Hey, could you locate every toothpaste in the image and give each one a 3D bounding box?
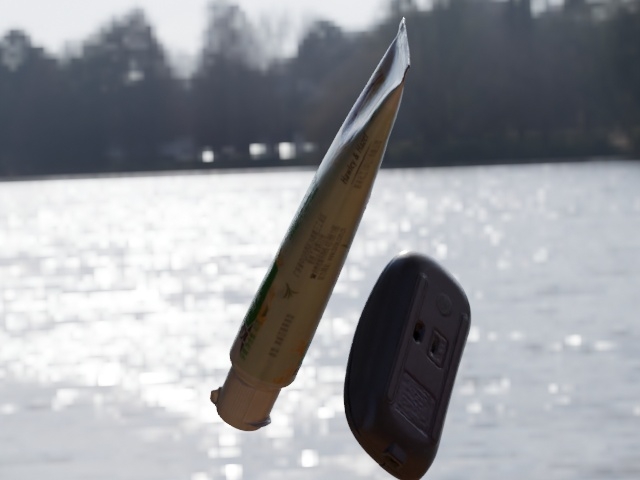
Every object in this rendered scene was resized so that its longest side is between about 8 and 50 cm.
[{"bbox_3d":[0.000,0.000,1.303,0.056,0.314,0.058,-10,42,-47],"label":"toothpaste"}]

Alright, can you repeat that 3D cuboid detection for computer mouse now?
[{"bbox_3d":[0.080,0.115,1.784,0.057,0.232,0.120,-21,-51,40],"label":"computer mouse"}]
